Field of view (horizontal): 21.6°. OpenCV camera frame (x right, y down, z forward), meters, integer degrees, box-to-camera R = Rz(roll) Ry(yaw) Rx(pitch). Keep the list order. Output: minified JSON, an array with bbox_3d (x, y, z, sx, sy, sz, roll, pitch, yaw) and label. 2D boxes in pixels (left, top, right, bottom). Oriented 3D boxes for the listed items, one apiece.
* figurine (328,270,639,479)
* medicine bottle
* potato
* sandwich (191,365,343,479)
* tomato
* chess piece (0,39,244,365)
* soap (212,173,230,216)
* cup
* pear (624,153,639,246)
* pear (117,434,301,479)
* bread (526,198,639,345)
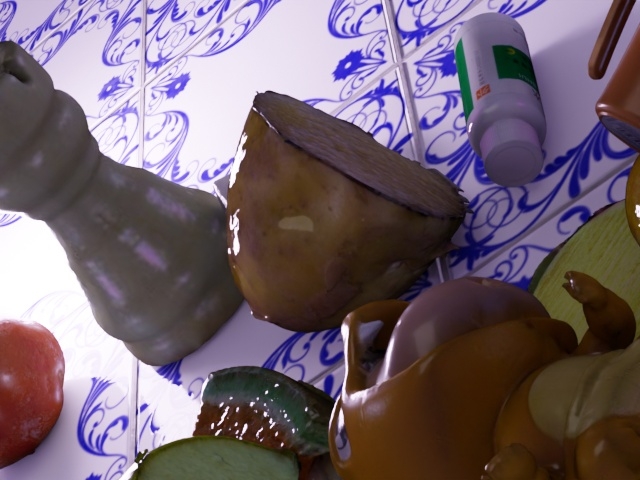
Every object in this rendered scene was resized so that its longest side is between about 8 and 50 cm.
[{"bbox_3d":[0.179,0.194,1.416,0.387,0.268,0.401,-10,52,45],"label":"figurine"},{"bbox_3d":[0.211,-0.165,1.968,0.095,0.095,0.260,-34,32,24],"label":"medicine bottle"},{"bbox_3d":[0.000,0.000,1.940,0.237,0.301,0.289,-63,-8,15],"label":"potato"},{"bbox_3d":[-0.062,0.234,1.843,0.212,0.109,0.292,-46,30,2],"label":"sandwich"},{"bbox_3d":[-0.468,0.210,2.334,0.232,0.188,0.232,-35,33,27],"label":"tomato"},{"bbox_3d":[-0.301,-0.048,2.159,0.234,0.442,0.234,-32,34,25],"label":"chess piece"},{"bbox_3d":[-0.035,-0.067,2.153,0.183,0.064,0.121,-25,28,-6],"label":"soap"},{"bbox_3d":[0.385,-0.214,1.712,0.226,0.182,0.264,31,87,43],"label":"cup"},{"bbox_3d":[0.373,-0.038,1.505,0.200,0.200,0.200,-33,33,25],"label":"pear"},{"bbox_3d":[-0.133,0.385,1.599,0.342,0.238,0.318,-111,40,-61],"label":"pear"},{"bbox_3d":[0.290,0.050,1.669,0.228,0.033,0.228,-35,30,24],"label":"bread"}]
